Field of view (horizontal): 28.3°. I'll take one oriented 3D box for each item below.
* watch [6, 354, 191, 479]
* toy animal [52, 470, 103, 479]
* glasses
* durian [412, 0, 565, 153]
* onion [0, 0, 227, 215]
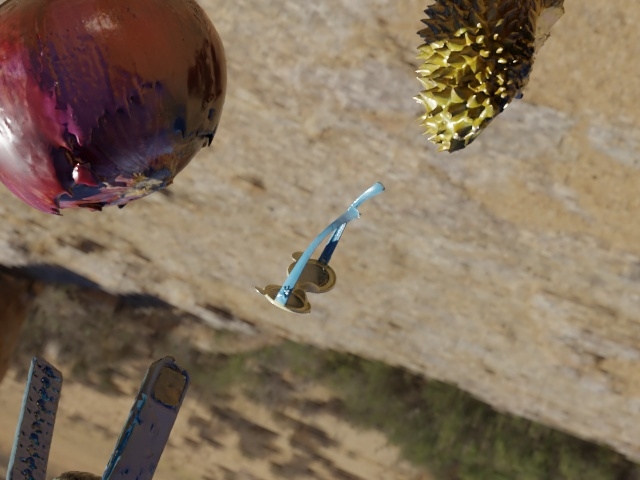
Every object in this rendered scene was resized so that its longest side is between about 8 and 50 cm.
[{"bbox_3d":[-0.249,0.234,1.170,0.068,0.274,0.276,28,159,-31],"label":"watch"},{"bbox_3d":[-0.330,0.407,1.800,0.121,0.094,0.225,15,146,11],"label":"toy animal"},{"bbox_3d":[0.022,0.021,1.972,0.220,0.189,0.088,-41,90,29],"label":"glasses"},{"bbox_3d":[0.160,-0.202,1.325,0.183,0.249,0.138,-29,115,35],"label":"durian"},{"bbox_3d":[-0.227,-0.156,1.263,0.276,0.276,0.276,21,162,7],"label":"onion"}]
